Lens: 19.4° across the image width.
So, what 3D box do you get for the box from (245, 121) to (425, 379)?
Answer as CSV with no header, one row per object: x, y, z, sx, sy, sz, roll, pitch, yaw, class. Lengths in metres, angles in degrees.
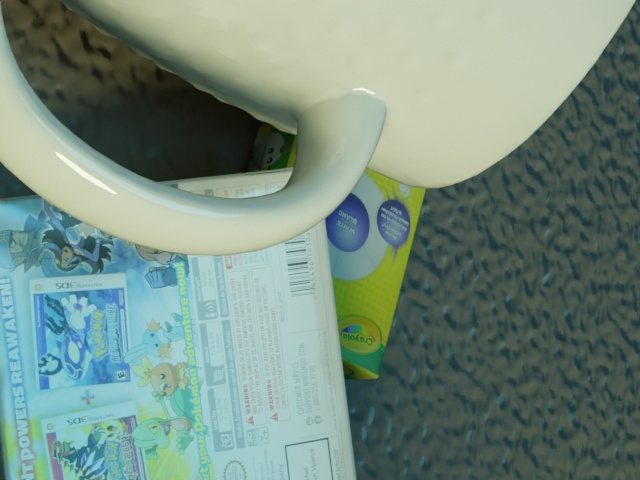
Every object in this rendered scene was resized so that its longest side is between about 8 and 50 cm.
0.000,0.000,1.056,0.105,0.043,0.179,28,69,-35,box

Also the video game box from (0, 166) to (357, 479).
-0.080,0.072,0.945,0.187,0.048,0.205,-6,90,-28,video game box

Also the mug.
-0.043,-0.171,0.876,0.328,0.276,0.374,25,65,-23,mug
